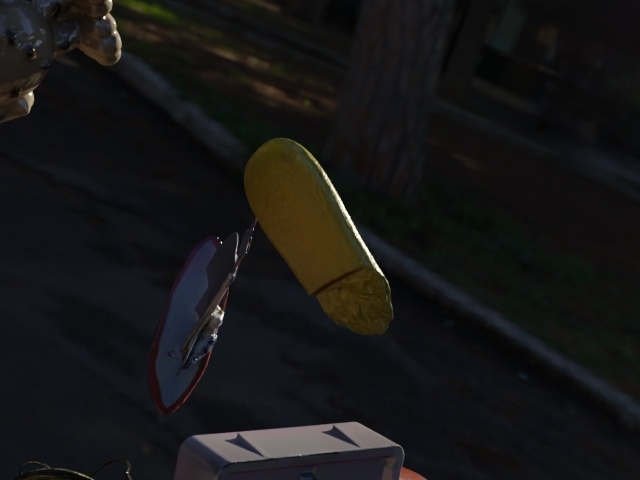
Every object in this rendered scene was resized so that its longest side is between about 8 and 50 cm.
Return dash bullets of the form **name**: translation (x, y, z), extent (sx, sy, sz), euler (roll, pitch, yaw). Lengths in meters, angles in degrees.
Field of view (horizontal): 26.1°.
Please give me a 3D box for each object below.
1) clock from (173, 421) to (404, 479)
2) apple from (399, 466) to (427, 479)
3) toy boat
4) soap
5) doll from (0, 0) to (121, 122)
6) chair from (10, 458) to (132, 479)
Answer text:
- **clock**: translation (-0.032, 0.232, 1.157), extent (0.197, 0.150, 0.063), euler (1, 16, -39)
- **apple**: translation (0.055, 0.364, 1.597), extent (0.218, 0.218, 0.201), euler (28, 20, 33)
- **toy boat**: translation (-0.131, 0.054, 1.578), extent (0.072, 0.318, 0.219), euler (18, 40, -9)
- **soap**: translation (0.000, 0.000, 1.042), extent (0.033, 0.089, 0.168), euler (-31, 84, -37)
- **doll**: translation (-0.257, -0.104, 0.877), extent (0.119, 0.278, 0.154), euler (46, -17, 33)
- **chair**: translation (-0.334, 0.348, 1.745), extent (0.160, 0.170, 0.325), euler (-6, 37, -1)
